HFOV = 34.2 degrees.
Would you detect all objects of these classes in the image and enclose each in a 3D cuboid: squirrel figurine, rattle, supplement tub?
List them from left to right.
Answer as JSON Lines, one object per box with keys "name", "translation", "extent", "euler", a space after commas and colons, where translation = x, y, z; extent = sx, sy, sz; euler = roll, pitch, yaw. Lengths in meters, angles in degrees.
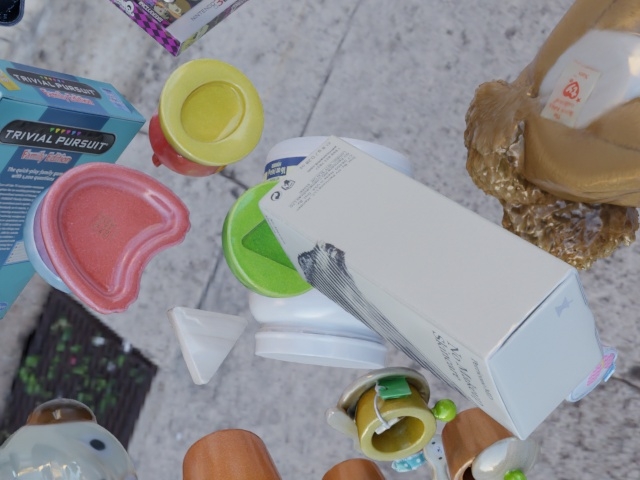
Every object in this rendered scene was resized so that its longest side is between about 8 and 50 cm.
{"name": "supplement tub", "translation": [0.016, 0.024, 1.593], "extent": [0.235, 0.235, 0.325], "euler": [-4, 75, 43]}
{"name": "rattle", "translation": [0.230, 0.378, 1.788], "extent": [0.130, 0.199, 0.143], "euler": [-63, 4, -8]}
{"name": "squirrel figurine", "translation": [0.394, -0.103, 1.288], "extent": [0.397, 0.370, 0.281], "euler": [-21, 56, 44]}

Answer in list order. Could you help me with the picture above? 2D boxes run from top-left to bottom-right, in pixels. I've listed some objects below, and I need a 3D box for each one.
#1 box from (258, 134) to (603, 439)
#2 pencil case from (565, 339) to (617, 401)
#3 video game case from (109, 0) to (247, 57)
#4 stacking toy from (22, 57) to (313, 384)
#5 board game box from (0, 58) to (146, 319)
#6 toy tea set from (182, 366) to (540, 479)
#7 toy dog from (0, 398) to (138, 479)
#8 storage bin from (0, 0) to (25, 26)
{"name": "box", "translation": [0.077, 0.027, 0.803], "extent": [0.094, 0.113, 0.275], "euler": [-42, 43, -13]}
{"name": "pencil case", "translation": [0.350, 0.138, 1.692], "extent": [0.273, 0.124, 0.113], "euler": [44, 110, 31]}
{"name": "video game case", "translation": [-0.241, -0.411, 1.585], "extent": [0.232, 0.210, 0.042], "euler": [41, 140, 1]}
{"name": "stacking toy", "translation": [-0.154, -0.011, 1.153], "extent": [0.309, 0.279, 0.130], "euler": [-44, 11, -28]}
{"name": "board game box", "translation": [-0.388, -0.045, 1.194], "extent": [0.079, 0.254, 0.336], "euler": [45, 107, 18]}
{"name": "toy tea set", "translation": [0.031, 0.227, 0.901], "extent": [0.336, 0.200, 0.124], "euler": [-22, 43, 0]}
{"name": "toy dog", "translation": [-0.427, 0.386, 1.336], "extent": [0.285, 0.408, 0.395], "euler": [63, 166, 7]}
{"name": "storage bin", "translation": [-0.433, -0.372, 1.316], "extent": [0.084, 0.122, 0.180], "euler": [-122, 39, -62]}
